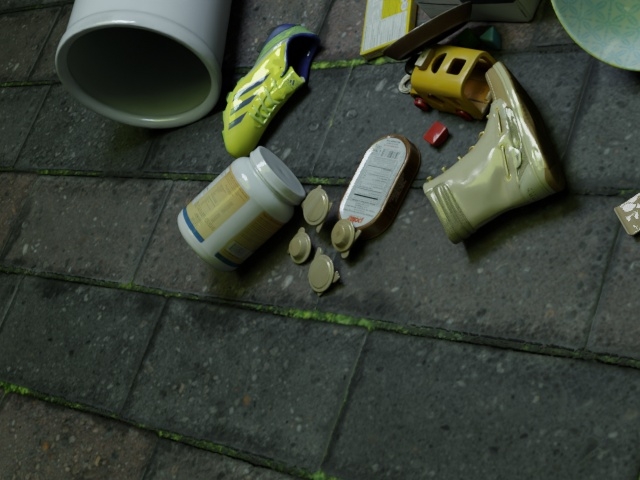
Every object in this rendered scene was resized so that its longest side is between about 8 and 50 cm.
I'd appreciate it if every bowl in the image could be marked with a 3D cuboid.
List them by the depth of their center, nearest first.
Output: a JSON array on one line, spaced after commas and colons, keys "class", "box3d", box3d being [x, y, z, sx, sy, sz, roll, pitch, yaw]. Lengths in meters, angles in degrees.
[{"class": "bowl", "box3d": [0.485, -0.401, 1.553, 0.289, 0.289, 0.156, -16, 12, 34]}]

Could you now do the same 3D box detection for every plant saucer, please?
[{"class": "plant saucer", "box3d": [0.182, -0.342, 1.790, 0.168, 0.168, 0.029, -29, 91, 24]}]

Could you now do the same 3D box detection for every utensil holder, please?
[{"class": "utensil holder", "box3d": [-0.343, -0.481, 2.231, 0.328, 0.328, 0.385, -16, 53, 33]}]

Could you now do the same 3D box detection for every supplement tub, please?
[{"class": "supplement tub", "box3d": [-0.138, -0.056, 1.909, 0.200, 0.144, 0.144, -41, 44, 13]}]

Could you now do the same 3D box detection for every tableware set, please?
[{"class": "tableware set", "box3d": [0.000, 0.000, 1.819, 0.168, 0.020, 0.141, 50, 119, 41]}]

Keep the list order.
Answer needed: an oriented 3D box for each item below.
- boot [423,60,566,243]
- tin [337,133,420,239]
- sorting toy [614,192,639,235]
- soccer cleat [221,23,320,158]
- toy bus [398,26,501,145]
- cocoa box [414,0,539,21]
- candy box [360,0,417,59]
[{"class": "boot", "box3d": [0.247, -0.136, 1.665, 0.203, 0.095, 0.262, -32, 52, 24]}, {"class": "tin", "box3d": [0.096, -0.092, 1.809, 0.106, 0.040, 0.189, 15, 75, 50]}, {"class": "sorting toy", "box3d": [0.445, -0.030, 1.479, 0.062, 0.012, 0.083, -32, 44, 16]}, {"class": "soccer cleat", "box3d": [-0.094, -0.286, 2.057, 0.121, 0.093, 0.289, 16, 76, 39]}, {"class": "toy bus", "box3d": [0.200, -0.274, 1.781, 0.202, 0.104, 0.191, -29, 48, 24]}, {"class": "cocoa box", "box3d": [0.275, -0.575, 1.815, 0.231, 0.228, 0.347, 12, 73, 45]}, {"class": "candy box", "box3d": [0.131, -0.435, 1.999, 0.105, 0.027, 0.205, -15, 55, 37]}]
